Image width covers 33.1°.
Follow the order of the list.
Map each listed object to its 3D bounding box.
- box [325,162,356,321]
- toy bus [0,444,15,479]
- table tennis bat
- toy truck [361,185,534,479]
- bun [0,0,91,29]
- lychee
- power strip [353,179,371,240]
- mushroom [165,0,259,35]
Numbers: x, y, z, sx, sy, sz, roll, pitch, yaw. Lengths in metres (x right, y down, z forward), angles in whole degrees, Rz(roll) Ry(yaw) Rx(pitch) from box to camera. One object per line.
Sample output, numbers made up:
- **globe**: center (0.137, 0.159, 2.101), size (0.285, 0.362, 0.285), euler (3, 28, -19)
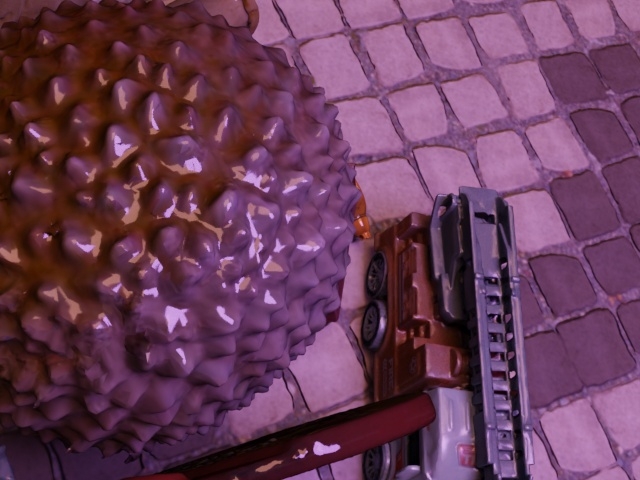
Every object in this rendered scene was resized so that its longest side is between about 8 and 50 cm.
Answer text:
- **box**: center (0.000, 0.000, 1.083), size (0.060, 0.111, 0.156), euler (9, 77, 6)
- **toy bus**: center (-0.278, 0.337, 0.776), size (0.199, 0.183, 0.344), euler (-14, 77, -29)
- **table tennis bat**: center (-0.069, 0.187, 0.864), size (0.414, 0.268, 0.051), euler (-8, 78, -52)
- **toy truck**: center (0.134, 0.127, 1.058), size (0.132, 0.184, 0.339), euler (10, 64, -18)
- **bun**: center (-0.314, -0.296, 1.108), size (0.173, 0.113, 0.167), euler (13, 62, -14)
- **lychee**: center (-0.154, -0.015, 0.874), size (0.380, 0.432, 0.381), euler (-2, 106, -6)
- **power strip**: center (0.008, -0.076, 1.179), size (0.028, 0.049, 0.178), euler (-25, 78, -24)
- **mushroom**: center (-0.155, -0.193, 1.141), size (0.108, 0.096, 0.247), euler (18, 54, 15)
